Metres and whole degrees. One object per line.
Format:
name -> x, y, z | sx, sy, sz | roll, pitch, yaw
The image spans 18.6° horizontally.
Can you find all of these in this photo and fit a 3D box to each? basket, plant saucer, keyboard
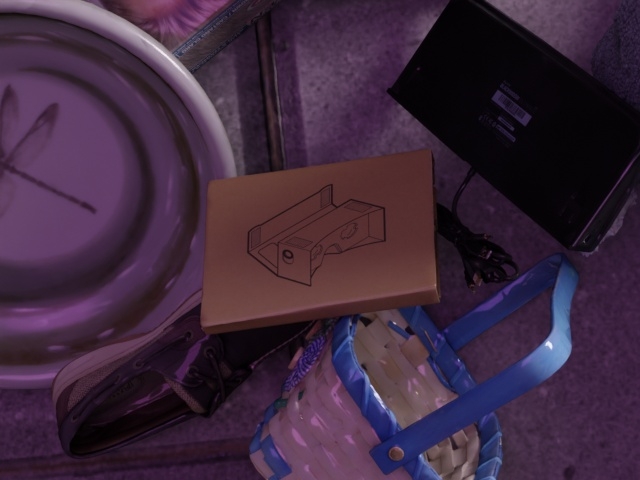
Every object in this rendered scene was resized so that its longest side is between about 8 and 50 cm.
basket -> 0.092, 0.127, 1.654 | 0.289, 0.255, 0.201 | -31, 98, 16
plant saucer -> -0.274, -0.055, 1.772 | 0.401, 0.100, 0.400 | -1, 119, -2
keyboard -> 0.149, -0.076, 1.672 | 0.201, 0.033, 0.317 | -55, 38, 10

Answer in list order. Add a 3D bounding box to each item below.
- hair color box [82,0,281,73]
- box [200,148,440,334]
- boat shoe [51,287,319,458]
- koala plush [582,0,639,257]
hair color box -> -0.188, -0.328, 1.816 | 0.174, 0.105, 0.347 | -39, 81, 8
box -> 0.000, 0.000, 1.657 | 0.201, 0.021, 0.164 | -8, 47, 9
boat shoe -> -0.117, 0.117, 1.765 | 0.285, 0.103, 0.092 | -25, 42, 14
koala plush -> 0.267, -0.110, 1.675 | 0.221, 0.203, 0.196 | -35, 68, 29
